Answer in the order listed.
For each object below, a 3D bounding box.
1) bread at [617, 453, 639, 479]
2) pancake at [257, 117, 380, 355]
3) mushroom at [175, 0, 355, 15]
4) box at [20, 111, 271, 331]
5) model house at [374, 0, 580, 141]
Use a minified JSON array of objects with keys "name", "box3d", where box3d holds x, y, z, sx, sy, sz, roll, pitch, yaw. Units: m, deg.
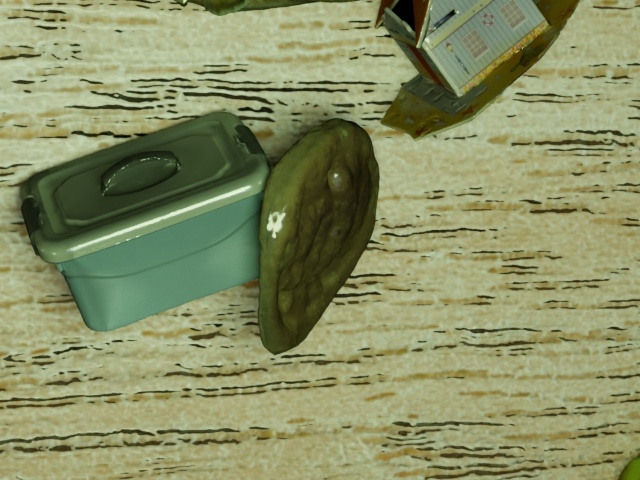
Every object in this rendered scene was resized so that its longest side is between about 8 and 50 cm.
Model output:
[{"name":"bread","box3d":[0.482,0.309,2.047,0.384,0.112,0.166,21,103,-20]},{"name":"pancake","box3d":[0.000,0.000,1.776,0.050,0.242,0.241,18,106,22]},{"name":"mushroom","box3d":[-0.076,-0.322,1.597,0.352,0.352,0.260,37,59,-21]},{"name":"box","box3d":[-0.154,-0.022,1.762,0.227,0.162,0.130,-19,121,-8]},{"name":"model house","box3d":[0.114,-0.209,1.738,0.207,0.219,0.136,-37,107,-1]}]
